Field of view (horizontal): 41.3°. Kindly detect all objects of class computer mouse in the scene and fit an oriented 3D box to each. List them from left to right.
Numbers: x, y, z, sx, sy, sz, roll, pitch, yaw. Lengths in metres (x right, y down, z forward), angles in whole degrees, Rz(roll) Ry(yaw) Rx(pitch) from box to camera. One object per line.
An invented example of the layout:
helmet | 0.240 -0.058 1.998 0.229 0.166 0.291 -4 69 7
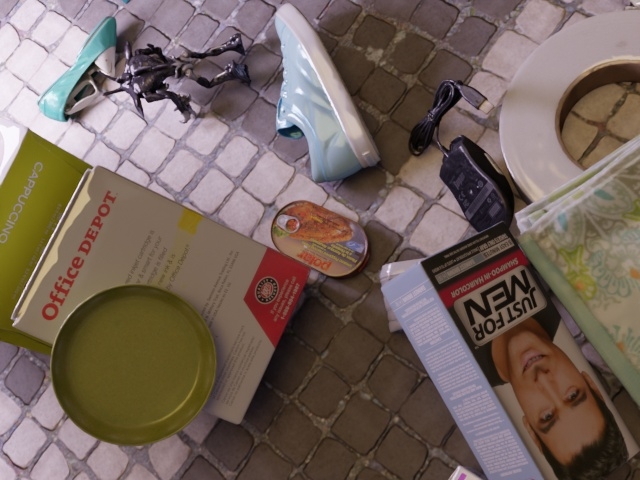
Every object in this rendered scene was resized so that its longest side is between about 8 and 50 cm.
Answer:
computer mouse | 0.260 -0.142 1.390 0.060 0.184 0.262 -13 54 -34

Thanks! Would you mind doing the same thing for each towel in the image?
towel | 0.505 0.035 1.217 0.320 0.090 0.374 -36 84 13

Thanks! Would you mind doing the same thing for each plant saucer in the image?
plant saucer | -0.277 0.183 1.270 0.241 0.037 0.241 0 91 -12

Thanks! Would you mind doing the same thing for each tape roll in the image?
tape roll | 0.484 -0.183 1.358 0.392 0.072 0.392 -6 71 18

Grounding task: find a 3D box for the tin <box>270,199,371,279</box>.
tin | 0.000 0.000 1.488 0.190 0.040 0.106 26 79 24

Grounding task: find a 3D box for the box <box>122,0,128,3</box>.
box | -0.370 -0.628 1.802 0.244 0.060 0.100 -45 65 1

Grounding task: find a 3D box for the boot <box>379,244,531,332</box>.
boot | 0.225 0.083 1.364 0.258 0.095 0.123 -12 78 22

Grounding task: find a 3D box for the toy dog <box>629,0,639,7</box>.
toy dog | 0.543 -0.652 1.321 0.408 0.395 0.284 -42 52 1

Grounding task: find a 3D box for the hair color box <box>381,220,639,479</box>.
hair color box | 0.265 0.180 1.196 0.185 0.113 0.374 -23 80 -35

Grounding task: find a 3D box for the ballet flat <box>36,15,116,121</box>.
ballet flat | -0.476 -0.342 1.749 0.087 0.083 0.247 38 88 1

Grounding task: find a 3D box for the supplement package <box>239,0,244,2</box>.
supplement package | -0.123 -0.650 1.646 0.198 0.199 0.262 -15 69 15

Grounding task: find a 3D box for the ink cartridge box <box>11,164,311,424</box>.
ink cartridge box | -0.253 0.086 1.379 0.385 0.160 0.279 27 83 -12

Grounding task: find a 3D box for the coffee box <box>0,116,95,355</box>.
coffee box | -0.573 -0.023 1.508 0.334 0.338 0.337 21 82 32

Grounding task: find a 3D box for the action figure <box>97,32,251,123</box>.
action figure | -0.274 -0.309 1.628 0.276 0.141 0.164 -12 71 -1

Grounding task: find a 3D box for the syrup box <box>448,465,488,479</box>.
syrup box | 0.284 0.426 1.221 0.237 0.093 0.096 30 86 25

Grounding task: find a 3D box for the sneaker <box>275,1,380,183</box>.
sneaker | -0.032 -0.266 1.530 0.150 0.135 0.366 -27 66 6
